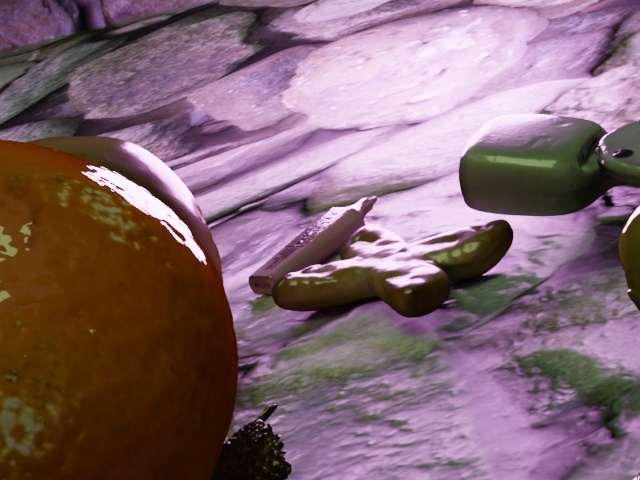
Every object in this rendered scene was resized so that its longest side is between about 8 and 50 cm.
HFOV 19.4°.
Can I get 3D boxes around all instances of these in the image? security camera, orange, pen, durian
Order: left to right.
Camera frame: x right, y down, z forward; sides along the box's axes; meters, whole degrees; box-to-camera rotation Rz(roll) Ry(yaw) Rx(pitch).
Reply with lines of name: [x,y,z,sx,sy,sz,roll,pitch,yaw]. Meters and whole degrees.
orange: [-0.258,0.118,1.369,0.424,0.326,0.424,-46,20,22]
durian: [-0.064,0.192,1.460,0.140,0.071,0.110,-46,-7,-17]
pen: [0.000,0.000,2.019,0.053,0.032,0.197,-2,27,44]
security camera: [0.287,-0.073,1.866,0.301,0.080,0.157,2,24,27]

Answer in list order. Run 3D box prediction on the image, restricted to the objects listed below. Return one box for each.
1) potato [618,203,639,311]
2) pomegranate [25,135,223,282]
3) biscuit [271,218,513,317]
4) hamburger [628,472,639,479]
potato: [0.386,-0.017,1.487,0.300,0.140,0.173,-21,24,15]
pomegranate: [-0.249,0.050,1.731,0.319,0.319,0.319,-18,18,6]
biscuit: [0.071,0.029,1.835,0.208,0.047,0.164,1,28,48]
hamburger: [0.181,0.246,0.943,0.260,0.150,0.276,-4,24,28]
